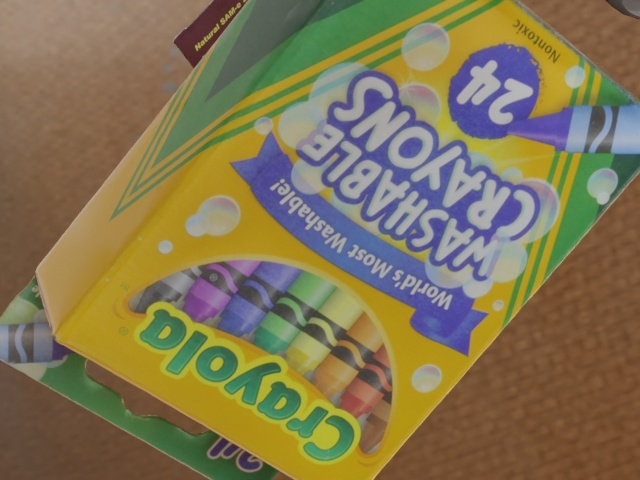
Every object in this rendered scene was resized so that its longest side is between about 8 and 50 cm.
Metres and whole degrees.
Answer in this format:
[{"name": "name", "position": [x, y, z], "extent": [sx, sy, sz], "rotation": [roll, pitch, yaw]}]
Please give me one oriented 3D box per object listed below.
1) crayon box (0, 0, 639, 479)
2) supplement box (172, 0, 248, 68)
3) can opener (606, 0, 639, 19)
[{"name": "crayon box", "position": [0.000, 0.000, 0.943], "extent": [0.323, 0.203, 0.083], "rotation": [-50, 29, 11]}, {"name": "supplement box", "position": [0.013, -0.099, 1.275], "extent": [0.130, 0.073, 0.239], "rotation": [-44, 62, 15]}, {"name": "can opener", "position": [0.119, -0.129, 0.521], "extent": [0.093, 0.280, 0.074], "rotation": [5, 115, 19]}]
